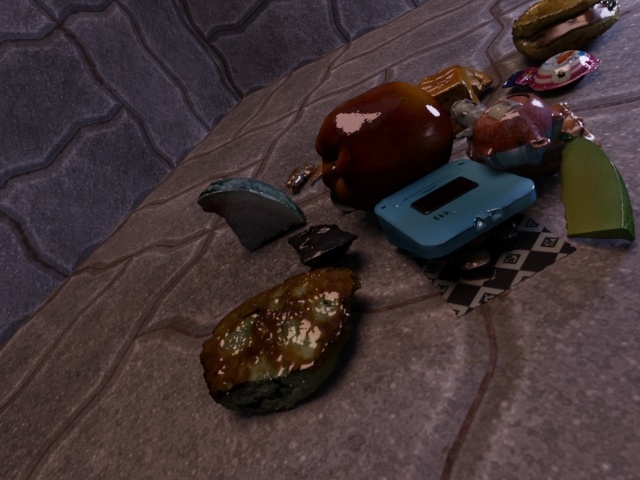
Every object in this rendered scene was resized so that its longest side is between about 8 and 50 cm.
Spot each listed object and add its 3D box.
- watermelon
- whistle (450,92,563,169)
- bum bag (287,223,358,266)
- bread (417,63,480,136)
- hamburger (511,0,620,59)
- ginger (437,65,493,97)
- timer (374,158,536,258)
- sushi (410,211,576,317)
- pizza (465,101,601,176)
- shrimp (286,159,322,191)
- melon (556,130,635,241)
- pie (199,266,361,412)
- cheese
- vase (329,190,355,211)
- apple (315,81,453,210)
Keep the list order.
[{"bbox_3d":[-0.225,-0.082,1.359,0.320,0.214,0.289,5,10,-25],"label":"watermelon"},{"bbox_3d":[0.350,-0.230,0.899,0.142,0.133,0.346,-51,22,16],"label":"whistle"},{"bbox_3d":[0.000,0.000,1.066,0.137,0.074,0.310,-18,13,-7],"label":"bum bag"},{"bbox_3d":[0.350,-0.373,1.233,0.149,0.158,0.143,-15,32,25],"label":"bread"},{"bbox_3d":[0.690,-0.619,1.283,0.265,0.134,0.285,-20,25,38],"label":"hamburger"},{"bbox_3d":[0.396,-0.452,1.364,0.216,0.102,0.157,-30,55,-2],"label":"ginger"},{"bbox_3d":[0.251,-0.052,0.864,0.232,0.091,0.250,-28,23,-5],"label":"timer"},{"bbox_3d":[0.287,0.004,0.823,0.219,0.047,0.231,-32,28,5],"label":"sushi"},{"bbox_3d":[0.436,-0.205,0.952,0.305,0.085,0.161,19,80,59],"label":"pizza"},{"bbox_3d":[-0.051,-0.227,1.535,0.132,0.052,0.187,-12,33,36],"label":"shrimp"},{"bbox_3d":[0.446,-0.094,0.761,0.114,0.053,0.262,-47,30,45],"label":"melon"},{"bbox_3d":[-0.075,0.178,0.876,0.354,0.103,0.288,-23,29,17],"label":"pie"},{"bbox_3d":[0.590,-0.433,1.169,0.155,0.062,0.244,-45,29,-16],"label":"cheese"},{"bbox_3d":[0.086,-0.177,1.276,0.096,0.096,0.219,-22,28,22],"label":"vase"},{"bbox_3d":[0.151,-0.217,1.051,0.317,0.288,0.288,-24,25,-17],"label":"apple"}]
